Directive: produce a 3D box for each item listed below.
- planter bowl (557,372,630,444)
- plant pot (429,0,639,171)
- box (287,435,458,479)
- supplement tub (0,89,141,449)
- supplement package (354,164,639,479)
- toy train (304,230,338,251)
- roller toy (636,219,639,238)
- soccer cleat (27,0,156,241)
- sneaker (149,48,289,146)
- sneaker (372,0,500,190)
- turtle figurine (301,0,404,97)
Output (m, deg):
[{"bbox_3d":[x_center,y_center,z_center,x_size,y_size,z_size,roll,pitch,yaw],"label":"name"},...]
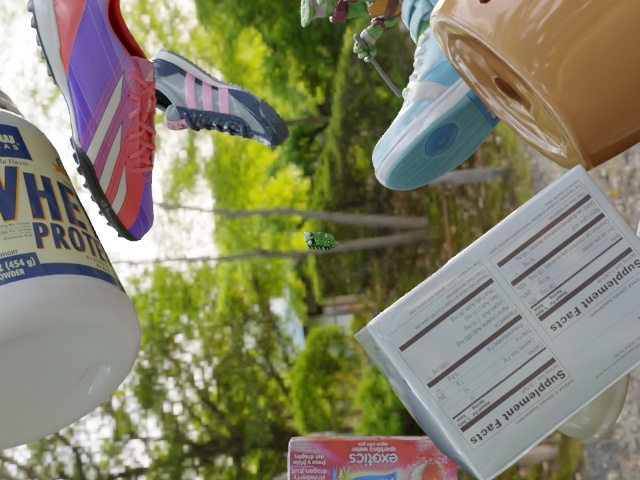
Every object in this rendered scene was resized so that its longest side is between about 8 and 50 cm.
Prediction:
[{"bbox_3d":[0.377,0.215,1.588,0.162,0.109,0.162,-161,90,-82],"label":"planter bowl"},{"bbox_3d":[0.237,-0.198,0.931,0.291,0.203,0.291,45,180,0],"label":"plant pot"},{"bbox_3d":[0.078,0.364,1.615,0.128,0.257,0.122,94,176,-81],"label":"box"},{"bbox_3d":[-0.339,0.017,1.036,0.324,0.235,0.235,58,168,30],"label":"supplement tub"},{"bbox_3d":[0.153,0.074,0.883,0.145,0.204,0.262,52,176,6],"label":"supplement package"},{"bbox_3d":[0.000,0.000,1.359,0.023,0.017,0.083,64,-162,13],"label":"toy train"},{"bbox_3d":[0.446,-0.006,1.146,0.209,0.146,0.191,127,154,-46],"label":"roller toy"},{"bbox_3d":[-0.236,-0.153,1.226,0.108,0.117,0.318,-88,-17,-75],"label":"soccer cleat"},{"bbox_3d":[-0.212,-0.232,1.946,0.131,0.319,0.112,-53,-21,-24],"label":"sneaker"},{"bbox_3d":[0.146,-0.225,1.350,0.208,0.319,0.127,44,177,30],"label":"sneaker"},{"bbox_3d":[0.108,-0.417,2.039,0.198,0.266,0.274,-143,60,-67],"label":"turtle figurine"}]
